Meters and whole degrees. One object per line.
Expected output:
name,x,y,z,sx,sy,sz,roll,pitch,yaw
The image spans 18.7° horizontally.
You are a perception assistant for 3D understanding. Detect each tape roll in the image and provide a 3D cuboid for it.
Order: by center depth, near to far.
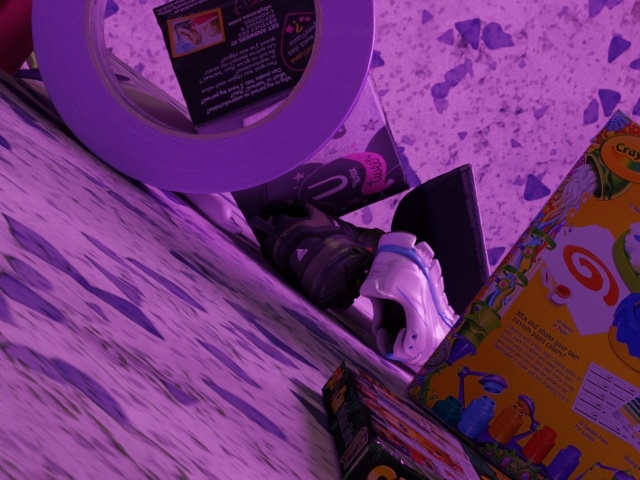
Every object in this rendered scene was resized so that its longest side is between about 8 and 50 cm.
tape roll,-0.092,-0.176,1.585,0.275,0.275,0.090,37,3,-1

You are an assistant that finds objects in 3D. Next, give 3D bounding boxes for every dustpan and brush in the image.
dustpan and brush,-0.140,-0.078,1.764,0.211,0.060,0.147,31,12,27

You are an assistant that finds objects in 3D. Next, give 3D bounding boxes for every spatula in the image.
spatula,-0.281,-0.187,1.757,0.084,0.030,0.296,-9,32,-43

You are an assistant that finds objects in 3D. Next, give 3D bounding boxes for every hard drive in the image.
hard drive,0.115,0.028,1.864,0.255,0.054,0.172,123,-41,-79

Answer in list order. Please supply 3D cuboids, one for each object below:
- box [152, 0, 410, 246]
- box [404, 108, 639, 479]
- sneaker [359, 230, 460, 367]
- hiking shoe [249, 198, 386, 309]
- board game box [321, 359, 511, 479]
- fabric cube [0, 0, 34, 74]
box,-0.029,-0.124,1.772,0.247,0.163,0.142,64,4,-63
box,0.277,0.103,1.525,0.290,0.279,0.177,38,3,20
sneaker,0.084,0.087,1.710,0.071,0.083,0.191,-3,-50,43
hiking shoe,0.000,0.000,1.777,0.114,0.086,0.227,41,4,7
board game box,0.065,0.131,1.041,0.136,0.030,0.260,39,3,-6
fabric cube,-0.328,-0.338,1.621,0.258,0.254,0.259,40,4,29
